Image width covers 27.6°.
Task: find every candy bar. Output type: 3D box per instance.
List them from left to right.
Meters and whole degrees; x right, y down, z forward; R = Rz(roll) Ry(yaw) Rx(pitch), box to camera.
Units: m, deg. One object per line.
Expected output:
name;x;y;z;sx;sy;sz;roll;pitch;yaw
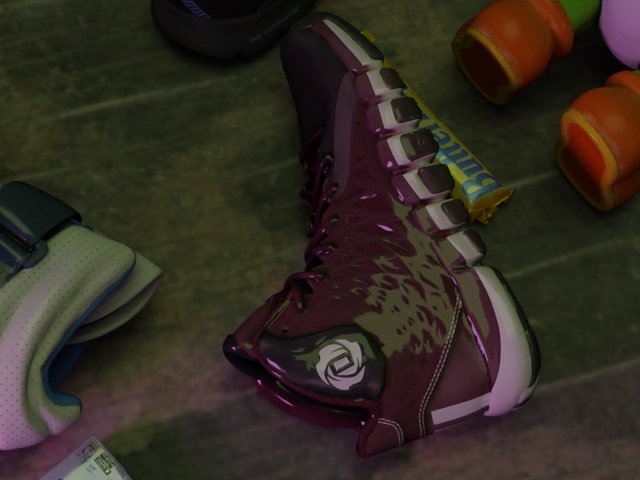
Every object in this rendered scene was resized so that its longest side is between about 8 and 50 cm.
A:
candy bar;0.066;-0.075;0.862;0.040;0.018;0.161;-35;72;-17

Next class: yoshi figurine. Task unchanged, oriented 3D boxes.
yoshi figurine;0.270;-0.188;0.872;0.362;0.203;0.203;-41;34;-5

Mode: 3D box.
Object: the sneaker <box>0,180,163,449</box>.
sneaker;-0.207;-0.029;0.776;0.236;0.130;0.323;11;61;-10

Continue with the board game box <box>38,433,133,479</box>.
board game box;-0.135;0.173;0.737;0.090;0.020;0.090;-38;74;-19

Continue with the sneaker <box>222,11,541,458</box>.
sneaker;0.000;0.000;0.779;0.162;0.106;0.281;-25;71;-11

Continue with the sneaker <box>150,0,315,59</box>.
sneaker;0.021;-0.266;0.876;0.125;0.139;0.341;35;67;13
